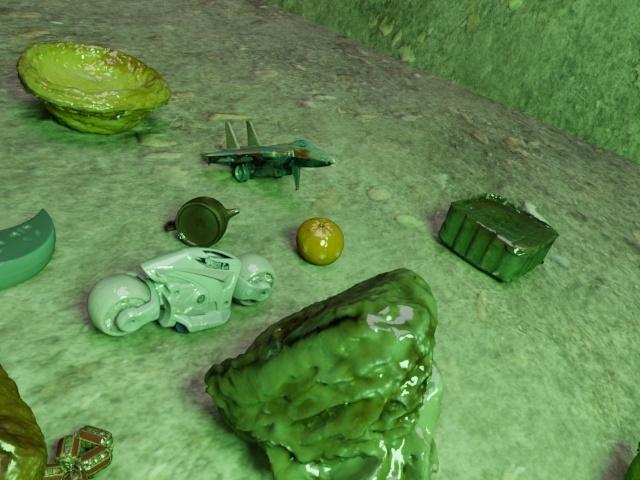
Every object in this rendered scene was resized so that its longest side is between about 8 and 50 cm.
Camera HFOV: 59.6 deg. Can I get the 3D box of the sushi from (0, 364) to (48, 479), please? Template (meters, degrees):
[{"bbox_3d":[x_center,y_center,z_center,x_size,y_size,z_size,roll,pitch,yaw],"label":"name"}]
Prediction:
[{"bbox_3d":[-0.326,0.155,0.441,0.287,0.140,0.149,36,1,30],"label":"sushi"}]

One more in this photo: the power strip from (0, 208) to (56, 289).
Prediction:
[{"bbox_3d":[-0.442,0.011,0.696,0.215,0.044,0.137,-7,39,-36],"label":"power strip"}]

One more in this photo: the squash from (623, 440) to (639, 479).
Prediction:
[{"bbox_3d":[0.349,0.328,0.534,0.101,0.102,0.379,23,30,10],"label":"squash"}]

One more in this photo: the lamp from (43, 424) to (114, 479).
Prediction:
[{"bbox_3d":[-0.225,0.203,0.512,0.063,0.031,0.083,19,27,0],"label":"lamp"}]

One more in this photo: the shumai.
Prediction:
[{"bbox_3d":[0.031,0.163,0.565,0.189,0.255,0.218,-13,75,-60],"label":"shumai"}]

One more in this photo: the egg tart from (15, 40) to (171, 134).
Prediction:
[{"bbox_3d":[-0.449,-0.295,1.117,0.293,0.123,0.294,15,33,-10],"label":"egg tart"}]

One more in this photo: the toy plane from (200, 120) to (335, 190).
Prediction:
[{"bbox_3d":[-0.085,-0.154,1.060,0.222,0.105,0.326,-13,26,-40],"label":"toy plane"}]

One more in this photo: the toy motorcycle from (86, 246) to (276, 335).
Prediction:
[{"bbox_3d":[-0.162,0.053,0.707,0.254,0.113,0.112,-10,40,-40],"label":"toy motorcycle"}]

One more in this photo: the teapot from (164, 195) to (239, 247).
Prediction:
[{"bbox_3d":[-0.187,-0.032,0.874,0.121,0.076,0.068,-10,18,11],"label":"teapot"}]

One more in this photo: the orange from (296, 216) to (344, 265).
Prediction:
[{"bbox_3d":[0.000,0.000,0.913,0.083,0.070,0.083,10,35,-7],"label":"orange"}]

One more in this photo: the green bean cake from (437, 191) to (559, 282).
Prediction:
[{"bbox_3d":[0.337,-0.007,1.071,0.173,0.094,0.181,37,35,29],"label":"green bean cake"}]
